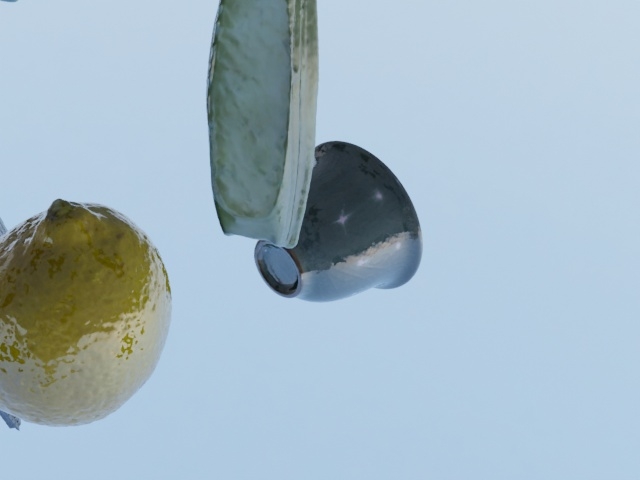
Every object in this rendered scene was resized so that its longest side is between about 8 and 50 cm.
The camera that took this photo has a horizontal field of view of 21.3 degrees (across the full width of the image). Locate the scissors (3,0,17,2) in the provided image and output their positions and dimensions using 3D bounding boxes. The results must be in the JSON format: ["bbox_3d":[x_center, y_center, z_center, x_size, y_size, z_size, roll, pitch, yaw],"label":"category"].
[{"bbox_3d":[-0.417,-0.388,1.915,0.191,0.360,0.029,-6,-124,-5],"label":"scissors"}]

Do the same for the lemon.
[{"bbox_3d":[-0.219,0.064,1.471,0.186,0.244,0.187,10,-138,-9],"label":"lemon"}]

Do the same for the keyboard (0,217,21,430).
[{"bbox_3d":[-0.339,0.074,1.804,0.017,0.087,0.250,-10,-121,2],"label":"keyboard"}]

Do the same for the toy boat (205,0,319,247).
[{"bbox_3d":[-0.047,-0.123,1.310,0.093,0.293,0.055,13,-153,18],"label":"toy boat"}]

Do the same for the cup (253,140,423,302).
[{"bbox_3d":[0.000,0.000,2.016,0.199,0.199,0.150,31,-134,31],"label":"cup"}]
